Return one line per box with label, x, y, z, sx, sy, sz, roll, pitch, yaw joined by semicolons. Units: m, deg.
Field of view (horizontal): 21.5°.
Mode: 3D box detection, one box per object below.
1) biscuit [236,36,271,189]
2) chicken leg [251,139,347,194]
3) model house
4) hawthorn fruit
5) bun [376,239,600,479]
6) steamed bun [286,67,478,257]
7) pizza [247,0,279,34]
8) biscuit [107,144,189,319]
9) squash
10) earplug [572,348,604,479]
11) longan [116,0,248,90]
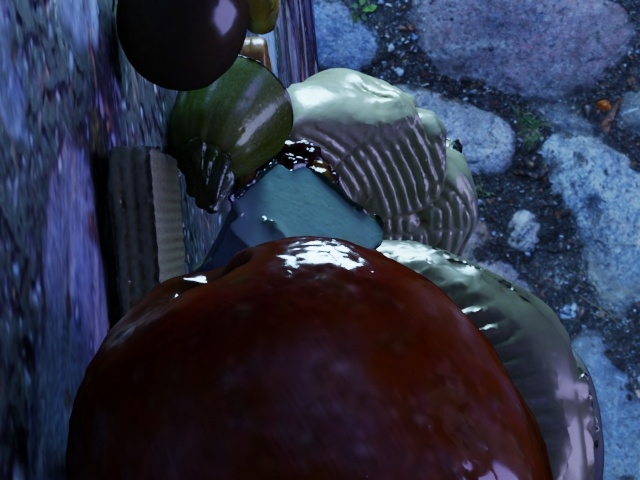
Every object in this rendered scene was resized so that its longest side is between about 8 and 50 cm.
biscuit;-0.069;-0.058;1.883;0.202;0.047;0.333;-87;171;-65
chicken leg;-0.005;0.097;1.744;0.096;0.158;0.407;-5;84;-44
model house;-0.047;0.026;1.451;0.148;0.119;0.148;-51;176;40
hawthorn fruit;0.000;0.134;0.864;0.284;0.284;0.284;-6;90;-87
bun;0.075;0.176;1.540;0.326;0.362;0.234;-48;156;-19
steamed bun;0.046;-0.072;2.106;0.206;0.275;0.320;-125;-160;-62
pizza;-0.088;-0.349;2.034;0.292;0.058;0.197;59;24;-87
biscuit;-0.107;0.042;1.083;0.121;0.041;0.199;58;28;-88
squash;-0.090;-0.079;1.367;0.132;0.105;0.105;-61;149;-54
earplug;0.145;0.248;2.058;0.312;0.394;0.312;-6;90;-88
longan;-0.096;-0.157;1.177;0.113;0.092;0.113;-6;90;-89
